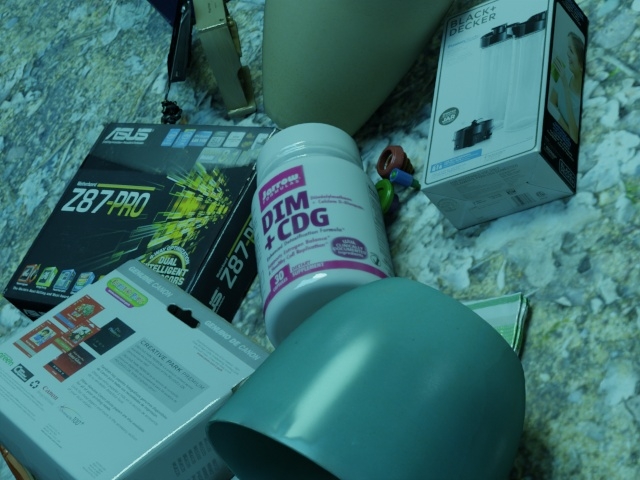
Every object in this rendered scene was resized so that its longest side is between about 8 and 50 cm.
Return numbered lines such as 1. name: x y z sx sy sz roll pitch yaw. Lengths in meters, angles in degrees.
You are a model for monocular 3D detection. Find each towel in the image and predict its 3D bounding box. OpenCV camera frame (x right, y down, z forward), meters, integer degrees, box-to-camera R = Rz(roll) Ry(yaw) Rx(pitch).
1. towel: 0.173 0.133 1.808 0.113 0.023 0.152 -13 50 39

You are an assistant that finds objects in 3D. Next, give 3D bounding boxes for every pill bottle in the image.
1. pill bottle: 0.000 0.000 1.971 0.160 0.160 0.283 -31 42 20

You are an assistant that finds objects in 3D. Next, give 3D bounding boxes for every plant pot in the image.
1. plant pot: 0.071 0.182 1.653 0.293 0.293 0.235 11 57 49
2. plant pot: 0.026 -0.273 2.135 0.274 0.257 0.256 -68 28 26

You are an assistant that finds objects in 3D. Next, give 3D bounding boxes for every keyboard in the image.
1. keyboard: -0.212 -0.271 2.455 0.317 0.033 0.201 -113 34 -77

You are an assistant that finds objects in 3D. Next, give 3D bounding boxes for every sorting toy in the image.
1. sorting toy: 0.096 -0.071 2.064 0.061 0.042 0.102 -16 56 56

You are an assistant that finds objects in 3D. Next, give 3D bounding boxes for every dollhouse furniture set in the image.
1. dollhouse furniture set: -0.044 -0.301 2.370 0.242 0.161 0.212 -16 42 4

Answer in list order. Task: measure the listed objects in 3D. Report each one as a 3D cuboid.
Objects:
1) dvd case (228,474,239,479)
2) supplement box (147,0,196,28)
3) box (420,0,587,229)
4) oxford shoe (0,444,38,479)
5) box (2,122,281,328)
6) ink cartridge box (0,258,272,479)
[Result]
1. dvd case: -0.081 0.376 1.809 0.180 0.022 0.253 -45 41 1
2. supplement box: -0.227 -0.551 2.701 0.195 0.194 0.356 -30 39 21
3. box: 0.225 -0.169 1.981 0.169 0.087 0.290 -17 45 34
4. oxford shoe: -0.336 0.281 2.111 0.133 0.130 0.363 -27 40 -8
5. box: -0.231 -0.011 2.277 0.395 0.097 0.318 7 60 47
6. ink cartridge box: -0.231 0.193 1.981 0.272 0.130 0.309 -36 44 -22
